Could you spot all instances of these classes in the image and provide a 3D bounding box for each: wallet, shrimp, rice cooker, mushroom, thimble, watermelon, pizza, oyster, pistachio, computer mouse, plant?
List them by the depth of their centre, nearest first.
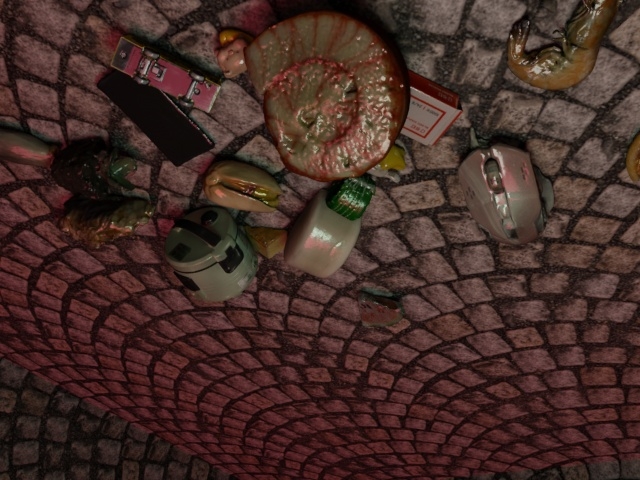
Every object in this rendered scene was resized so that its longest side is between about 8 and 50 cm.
[{"bbox_3d":[0.435,-0.391,1.111,0.169,0.058,0.296,11,145,6],"label":"shrimp"},{"bbox_3d":[0.711,-0.186,1.290,0.131,0.041,0.178,13,141,-3],"label":"pizza"},{"bbox_3d":[0.422,-0.103,1.417,0.200,0.114,0.389,-15,135,26],"label":"computer mouse"},{"bbox_3d":[-0.391,-0.297,1.471,0.146,0.030,0.285,-15,132,35],"label":"wallet"},{"bbox_3d":[0.073,-0.112,1.489,0.090,0.118,0.130,27,158,-12],"label":"thimble"},{"bbox_3d":[-0.196,-0.135,1.555,0.201,0.117,0.145,11,180,-9],"label":"pistachio"},{"bbox_3d":[-0.575,-0.184,1.578,0.203,0.131,0.142,11,141,17],"label":"plant"},{"bbox_3d":[-0.859,-0.250,1.609,0.352,0.097,0.109,8,142,2],"label":"mushroom"},{"bbox_3d":[-0.302,0.038,1.701,0.226,0.226,0.244,-4,137,20],"label":"rice cooker"},{"bbox_3d":[-0.633,-0.065,1.747,0.342,0.166,0.110,11,153,29],"label":"oyster"},{"bbox_3d":[0.173,0.197,1.893,0.139,0.071,0.187,43,141,-23],"label":"watermelon"}]

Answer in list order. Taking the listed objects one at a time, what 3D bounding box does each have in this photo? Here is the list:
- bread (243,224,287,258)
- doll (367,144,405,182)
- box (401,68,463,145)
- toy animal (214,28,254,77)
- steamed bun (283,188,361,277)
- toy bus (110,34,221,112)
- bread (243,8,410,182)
[{"bbox_3d":[-0.157,-0.009,1.767,0.109,0.080,0.084,37,151,29],"label":"bread"},{"bbox_3d":[0.145,-0.177,1.444,0.113,0.071,0.135,-11,141,38],"label":"doll"},{"bbox_3d":[0.171,-0.294,1.301,0.230,0.050,0.123,24,141,-13],"label":"box"},{"bbox_3d":[-0.183,-0.379,1.271,0.114,0.081,0.091,-20,130,35],"label":"toy animal"},{"bbox_3d":[0.000,0.000,1.617,0.147,0.164,0.241,23,141,-15],"label":"steamed bun"},{"bbox_3d":[-0.329,-0.356,1.330,0.226,0.074,0.081,23,111,-13],"label":"toy bus"},{"bbox_3d":[0.024,-0.283,1.205,0.295,0.114,0.327,-11,109,20],"label":"bread"}]
